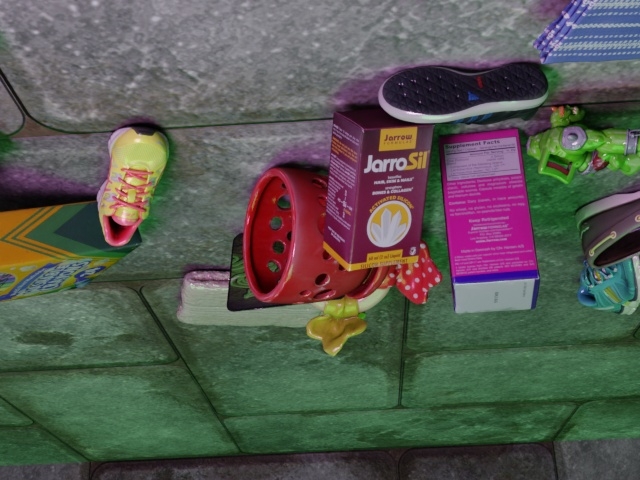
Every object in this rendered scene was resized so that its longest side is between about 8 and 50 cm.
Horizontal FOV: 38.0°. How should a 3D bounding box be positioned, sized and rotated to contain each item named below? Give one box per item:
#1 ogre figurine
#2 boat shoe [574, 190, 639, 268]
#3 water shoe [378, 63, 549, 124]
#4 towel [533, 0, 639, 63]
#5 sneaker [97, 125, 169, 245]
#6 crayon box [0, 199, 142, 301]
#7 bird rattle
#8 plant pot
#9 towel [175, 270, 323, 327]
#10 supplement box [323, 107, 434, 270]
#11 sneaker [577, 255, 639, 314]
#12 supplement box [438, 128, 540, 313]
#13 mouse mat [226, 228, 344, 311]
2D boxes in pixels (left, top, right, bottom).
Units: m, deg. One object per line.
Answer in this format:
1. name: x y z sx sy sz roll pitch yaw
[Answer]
1. ogre figurine: 0.341 -0.118 1.191 0.118 0.096 0.197 9 -162 -11
2. boat shoe: 0.527 -0.041 1.385 0.305 0.091 0.109 -24 147 39
3. water shoe: 0.171 -0.162 1.120 0.203 0.072 0.080 -2 157 2
4. towel: 0.380 -0.283 0.897 0.243 0.040 0.336 -6 158 -17
5. sneaker: -0.252 -0.068 1.248 0.082 0.094 0.208 7 142 -18
6. crayon box: -0.448 0.026 1.333 0.323 0.083 0.203 -10 166 -42
7. bird rattle: 0.060 0.063 1.521 0.253 0.143 0.207 -36 118 28
8. plant pot: 0.000 0.000 1.321 0.174 0.191 0.191 7 154 -26
9. towel: -0.118 0.106 1.706 0.282 0.049 0.187 3 153 -12
10. supplement box: 0.071 -0.066 1.168 0.104 0.081 0.188 -7 116 -24
11. sneaker: 0.507 0.066 1.611 0.110 0.107 0.275 4 156 9
12. supplement box: 0.223 -0.026 1.244 0.114 0.220 0.111 -4 154 8
13. mouse mat: -0.051 0.039 1.445 0.190 0.152 0.007 -8 141 11
